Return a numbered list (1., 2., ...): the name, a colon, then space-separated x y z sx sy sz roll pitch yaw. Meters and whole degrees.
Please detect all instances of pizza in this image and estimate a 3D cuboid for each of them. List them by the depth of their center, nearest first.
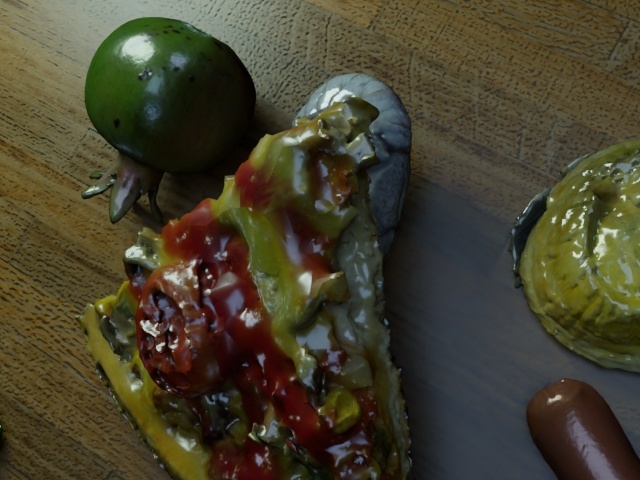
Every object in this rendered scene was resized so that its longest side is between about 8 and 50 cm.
1. pizza: -0.069 0.054 0.727 0.440 0.130 0.406 30 112 33

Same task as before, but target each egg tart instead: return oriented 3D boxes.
1. egg tart: 0.304 0.005 0.765 0.252 0.098 0.232 -12 71 15

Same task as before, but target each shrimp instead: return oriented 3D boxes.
1. shrimp: 0.003 0.001 0.820 0.145 0.116 0.343 12 92 13

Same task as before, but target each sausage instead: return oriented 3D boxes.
1. sausage: 0.258 0.216 0.736 0.077 0.077 0.194 -32 72 5

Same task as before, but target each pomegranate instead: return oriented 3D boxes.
1. pomegranate: -0.172 -0.124 0.875 0.181 0.181 0.224 32 107 18

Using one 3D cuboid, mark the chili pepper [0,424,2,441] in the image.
1. chili pepper: -0.421 0.213 0.820 0.059 0.227 0.088 43 94 18
